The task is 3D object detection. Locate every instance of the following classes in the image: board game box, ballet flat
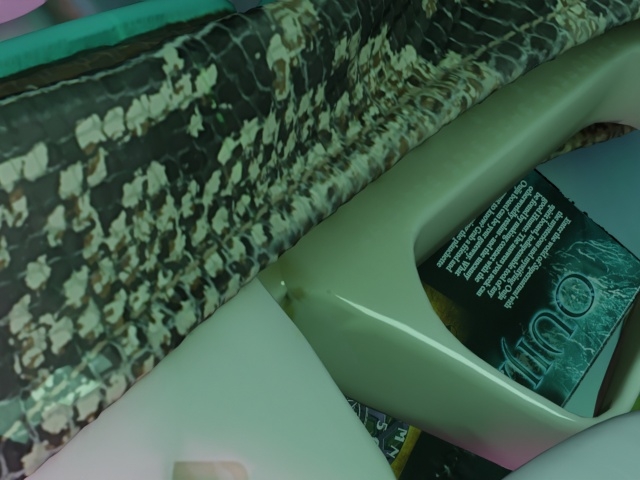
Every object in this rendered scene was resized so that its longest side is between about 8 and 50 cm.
[{"bbox_3d":[0.016,0.040,0.593,0.126,0.026,0.186,41,65,-5],"label":"board game box"},{"bbox_3d":[0.000,0.000,0.469,0.182,0.164,0.483,50,50,6],"label":"ballet flat"}]

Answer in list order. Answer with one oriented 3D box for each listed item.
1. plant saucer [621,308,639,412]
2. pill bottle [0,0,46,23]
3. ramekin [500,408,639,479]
[{"bbox_3d":[0.222,0.071,0.660,0.241,0.037,0.241,6,73,-19],"label":"plant saucer"},{"bbox_3d":[-0.125,-0.147,0.562,0.086,0.086,0.152,-7,77,-23],"label":"pill bottle"},{"bbox_3d":[0.066,0.172,0.439,0.277,0.277,0.135,-37,60,-26],"label":"ramekin"}]
